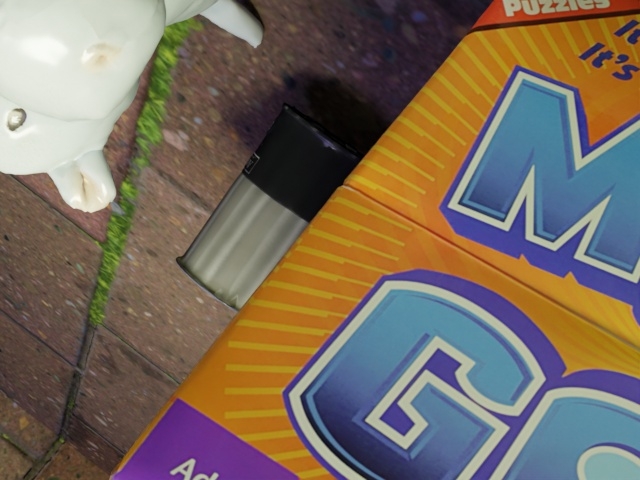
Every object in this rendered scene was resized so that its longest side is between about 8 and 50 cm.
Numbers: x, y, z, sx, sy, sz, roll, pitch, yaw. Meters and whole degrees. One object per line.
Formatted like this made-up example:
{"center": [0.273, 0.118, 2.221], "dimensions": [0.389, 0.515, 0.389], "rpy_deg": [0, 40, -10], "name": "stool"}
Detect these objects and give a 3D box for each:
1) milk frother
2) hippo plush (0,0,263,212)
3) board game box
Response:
{"center": [0.000, 0.000, 0.977], "dimensions": [0.143, 0.134, 0.129], "rpy_deg": [37, -173, 10], "name": "milk frother"}
{"center": [-0.146, -0.166, 0.760], "dimensions": [0.234, 0.236, 0.294], "rpy_deg": [40, 156, -4], "name": "hippo plush"}
{"center": [0.158, 0.146, 0.745], "dimensions": [0.356, 0.356, 0.356], "rpy_deg": [31, 155, 17], "name": "board game box"}
